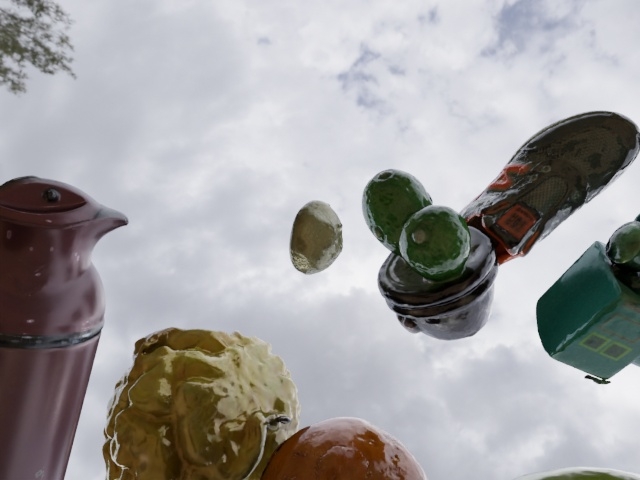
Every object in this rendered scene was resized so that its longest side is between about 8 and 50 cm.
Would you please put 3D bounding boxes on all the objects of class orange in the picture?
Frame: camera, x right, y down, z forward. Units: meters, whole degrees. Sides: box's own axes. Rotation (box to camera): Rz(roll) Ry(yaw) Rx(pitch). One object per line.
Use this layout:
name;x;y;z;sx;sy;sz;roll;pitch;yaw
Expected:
orange;0.028;0.355;0.587;0.240;0.240;0.240;-4;-98;27

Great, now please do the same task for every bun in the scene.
bun;0.000;0.000;0.510;0.055;0.086;0.086;13;-90;14

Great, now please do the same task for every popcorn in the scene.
popcorn;-0.221;0.330;0.799;0.382;0.349;0.349;-40;-113;28

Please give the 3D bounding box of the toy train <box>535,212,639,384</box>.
toy train;0.399;0.088;0.462;0.298;0.120;0.194;23;-53;-3

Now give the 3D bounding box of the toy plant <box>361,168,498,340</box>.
toy plant;0.152;0.015;0.648;0.175;0.218;0.235;-29;-67;-3

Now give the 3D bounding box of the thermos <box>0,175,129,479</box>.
thermos;-0.243;0.113;0.322;0.136;0.109;0.330;16;-86;-3

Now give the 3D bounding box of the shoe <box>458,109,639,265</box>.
shoe;0.305;-0.051;0.676;0.132;0.171;0.336;46;-52;5

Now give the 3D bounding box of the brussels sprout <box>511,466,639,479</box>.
brussels sprout;0.178;0.291;0.310;0.294;0.259;0.227;-12;-124;-8
